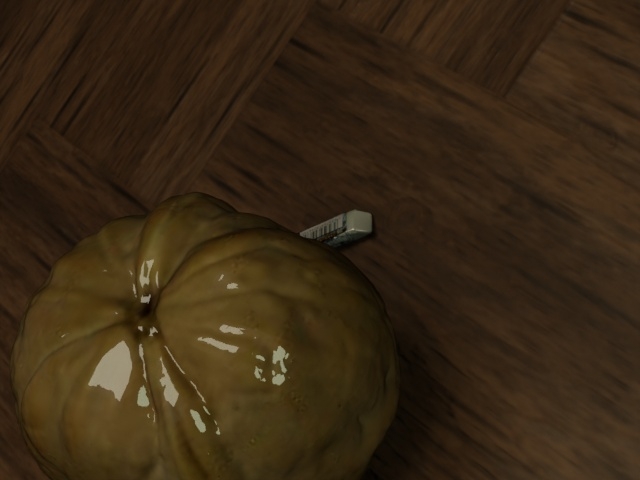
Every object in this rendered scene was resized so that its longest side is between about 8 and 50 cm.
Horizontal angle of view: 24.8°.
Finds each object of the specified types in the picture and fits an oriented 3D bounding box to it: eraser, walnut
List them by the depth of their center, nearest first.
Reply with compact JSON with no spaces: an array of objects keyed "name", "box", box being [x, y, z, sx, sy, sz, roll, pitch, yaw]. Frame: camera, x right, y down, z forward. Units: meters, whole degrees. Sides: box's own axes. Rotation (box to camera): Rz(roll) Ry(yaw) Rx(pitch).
[{"name":"walnut","box":[-0.085,0.102,1.109,0.296,0.285,0.285,-14,61,13]},{"name":"eraser","box":[0.000,0.000,1.258,0.099,0.019,0.027,-24,43,24]}]
